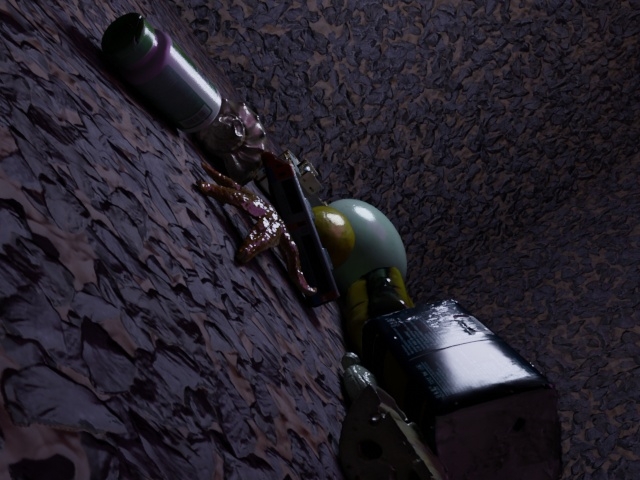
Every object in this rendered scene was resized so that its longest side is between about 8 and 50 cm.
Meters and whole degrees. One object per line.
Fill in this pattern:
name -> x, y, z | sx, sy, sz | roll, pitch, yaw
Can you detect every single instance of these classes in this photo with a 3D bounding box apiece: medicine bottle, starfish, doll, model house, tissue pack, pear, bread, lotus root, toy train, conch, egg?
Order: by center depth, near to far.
lotus root -> 0.119, 0.363, 0.963 | 0.235, 0.138, 0.119 | 60, 4, 40
tissue pack -> 0.273, 0.316, 1.228 | 0.416, 0.264, 0.253 | -135, -146, -70
doll -> 0.092, 0.319, 1.242 | 0.214, 0.071, 0.104 | -129, -160, -58
medicine bottle -> -0.338, -0.357, 1.277 | 0.133, 0.133, 0.274 | 59, 8, 32
starfish -> -0.129, -0.029, 1.304 | 0.375, 0.094, 0.327 | 52, 8, 16
toy train -> -0.051, -0.036, 1.474 | 0.086, 0.089, 0.409 | 97, -25, -78
conch -> -0.215, -0.266, 1.558 | 0.210, 0.159, 0.291 | 54, 5, 1
pear -> 0.000, 0.000, 1.630 | 0.200, 0.200, 0.200 | 54, 7, -10
bread -> 0.180, 0.231, 1.655 | 0.251, 0.208, 0.376 | 60, 6, -16
egg -> 0.131, 0.039, 1.936 | 0.389, 0.276, 0.276 | 53, 7, -26
model house -> -0.103, -0.204, 1.974 | 0.271, 0.178, 0.206 | 46, 9, -33

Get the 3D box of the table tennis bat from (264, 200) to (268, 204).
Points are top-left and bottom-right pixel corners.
table tennis bat -> -0.128, -0.046, 1.690 | 0.138, 0.022, 0.246 | 53, 5, -12
